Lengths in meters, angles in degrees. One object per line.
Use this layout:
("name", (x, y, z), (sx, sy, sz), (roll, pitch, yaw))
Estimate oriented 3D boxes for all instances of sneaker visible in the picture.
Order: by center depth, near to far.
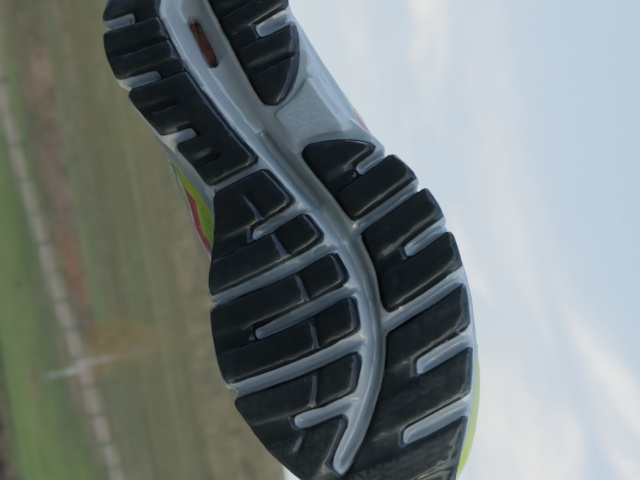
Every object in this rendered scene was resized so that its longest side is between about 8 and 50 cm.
("sneaker", (0.000, 0.000, 0.631), (0.094, 0.081, 0.208), (59, 9, -65))
